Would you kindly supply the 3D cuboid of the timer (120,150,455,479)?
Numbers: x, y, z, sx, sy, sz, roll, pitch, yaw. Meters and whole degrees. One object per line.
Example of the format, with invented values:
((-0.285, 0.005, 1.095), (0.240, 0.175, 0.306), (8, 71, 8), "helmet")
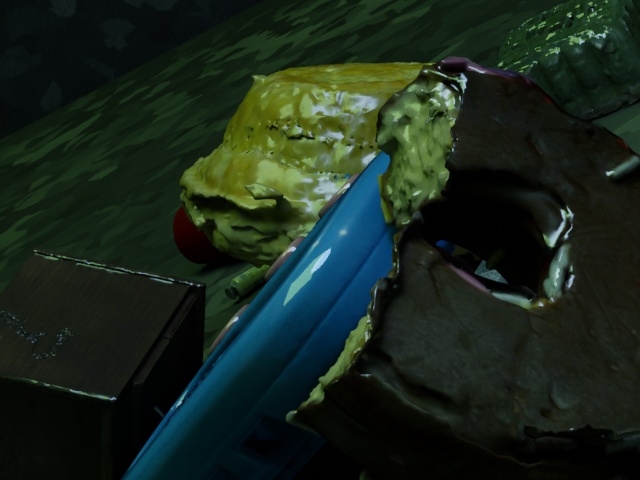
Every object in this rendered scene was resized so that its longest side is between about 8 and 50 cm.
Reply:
((-0.023, 0.092, 1.570), (0.340, 0.115, 0.309), (-51, 1, 32), "timer")

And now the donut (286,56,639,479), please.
((0.138, 0.044, 1.352), (0.136, 0.259, 0.345), (-54, 15, 48), "donut")

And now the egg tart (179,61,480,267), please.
((0.045, -0.086, 1.919), (0.388, 0.169, 0.388), (-3, 15, 1), "egg tart")

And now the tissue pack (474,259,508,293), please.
((0.200, 0.028, 1.659), (0.156, 0.051, 0.112), (-16, 24, 40), "tissue pack")

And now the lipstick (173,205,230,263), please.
((-0.069, -0.027, 2.241), (0.241, 0.080, 0.080), (-13, 23, 45), "lipstick")

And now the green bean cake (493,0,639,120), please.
((0.277, -0.198, 2.126), (0.181, 0.094, 0.173), (-23, 18, 27), "green bean cake")

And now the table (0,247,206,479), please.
((-0.209, 0.139, 1.728), (0.172, 0.169, 0.193), (12, 32, 13), "table")

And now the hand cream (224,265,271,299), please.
((-0.062, 0.034, 2.155), (0.102, 0.022, 0.035), (-33, 15, -31), "hand cream")
